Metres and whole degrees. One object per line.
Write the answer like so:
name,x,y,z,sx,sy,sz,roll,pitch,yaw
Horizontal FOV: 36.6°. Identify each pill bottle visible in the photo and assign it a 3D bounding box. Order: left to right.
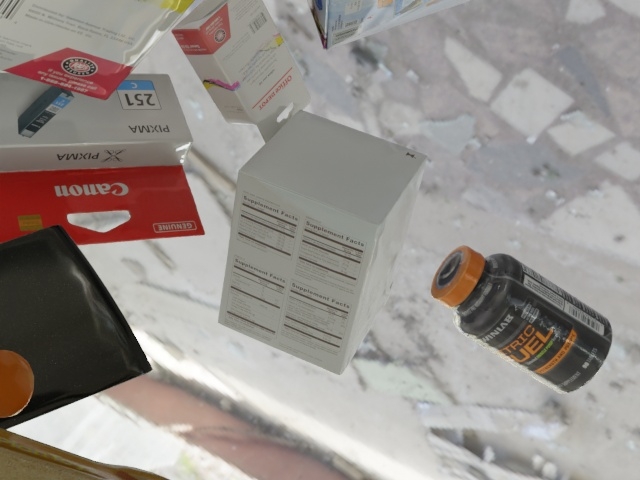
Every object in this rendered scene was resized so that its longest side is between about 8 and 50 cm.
pill bottle,0.275,0.103,1.356,0.246,0.130,0.130,31,153,-14

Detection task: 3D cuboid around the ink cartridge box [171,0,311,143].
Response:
ink cartridge box,-0.103,-0.238,1.327,0.067,0.115,0.198,10,140,45

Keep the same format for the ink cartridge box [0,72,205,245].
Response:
ink cartridge box,-0.321,-0.118,1.341,0.066,0.296,0.261,-59,45,47

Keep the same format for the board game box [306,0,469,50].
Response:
board game box,0.144,-0.292,0.884,0.318,0.318,0.066,109,142,-86

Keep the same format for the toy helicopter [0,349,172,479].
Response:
toy helicopter,-0.242,0.128,0.614,0.355,0.140,0.235,23,177,-16

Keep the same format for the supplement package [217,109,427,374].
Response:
supplement package,0.000,0.000,1.336,0.198,0.199,0.262,22,128,13

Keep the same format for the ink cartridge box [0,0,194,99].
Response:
ink cartridge box,-0.274,-0.352,1.077,0.279,0.160,0.385,14,145,-38

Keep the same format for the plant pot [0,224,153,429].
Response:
plant pot,-0.285,0.088,0.953,0.187,0.188,0.167,149,100,-75
